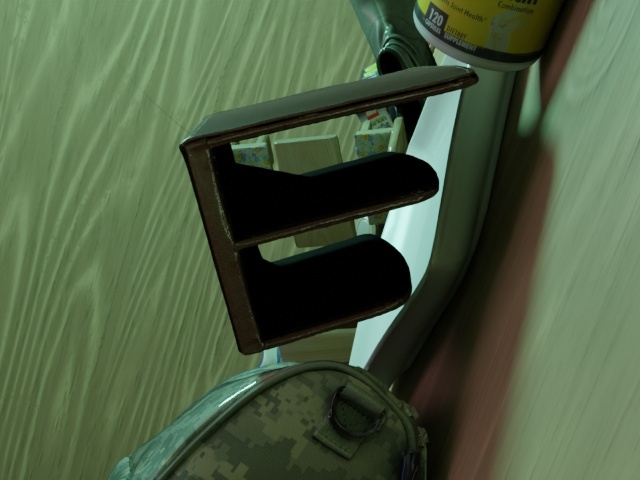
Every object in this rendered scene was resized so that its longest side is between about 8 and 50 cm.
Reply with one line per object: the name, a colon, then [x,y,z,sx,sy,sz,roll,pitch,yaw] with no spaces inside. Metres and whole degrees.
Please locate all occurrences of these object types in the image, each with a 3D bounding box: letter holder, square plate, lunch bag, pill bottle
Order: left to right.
lunch bag: [-0.048,0.206,0.937,0.256,0.212,0.305,-56,3,-8]
letter holder: [0.023,-0.043,0.972,0.302,0.214,0.152,-107,2,-81]
square plate: [0.102,-0.036,1.118,0.344,0.049,0.347,112,175,-59]
pill bottle: [0.140,-0.222,0.896,0.103,0.103,0.184,-76,3,-56]

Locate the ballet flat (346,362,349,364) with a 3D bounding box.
ballet flat: [0.033,0.103,1.621,0.079,0.077,0.221,-49,13,29]

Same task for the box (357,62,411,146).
box: [0.091,-0.161,1.665,0.114,0.036,0.207,60,-165,-18]

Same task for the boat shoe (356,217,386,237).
boat shoe: [0.066,0.015,1.786,0.046,0.038,0.125,45,136,39]

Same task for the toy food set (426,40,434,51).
toy food set: [0.164,-0.297,1.979,0.083,0.020,0.082,109,177,-53]

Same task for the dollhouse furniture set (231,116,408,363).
dollhouse furniture set: [0.000,0.000,1.455,0.161,0.212,0.242,-73,-25,-58]

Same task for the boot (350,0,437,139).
boot: [0.092,-0.260,1.593,0.246,0.083,0.161,62,-163,-20]

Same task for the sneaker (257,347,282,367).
sneaker: [-0.019,0.125,1.868,0.296,0.131,0.112,-75,1,-72]
